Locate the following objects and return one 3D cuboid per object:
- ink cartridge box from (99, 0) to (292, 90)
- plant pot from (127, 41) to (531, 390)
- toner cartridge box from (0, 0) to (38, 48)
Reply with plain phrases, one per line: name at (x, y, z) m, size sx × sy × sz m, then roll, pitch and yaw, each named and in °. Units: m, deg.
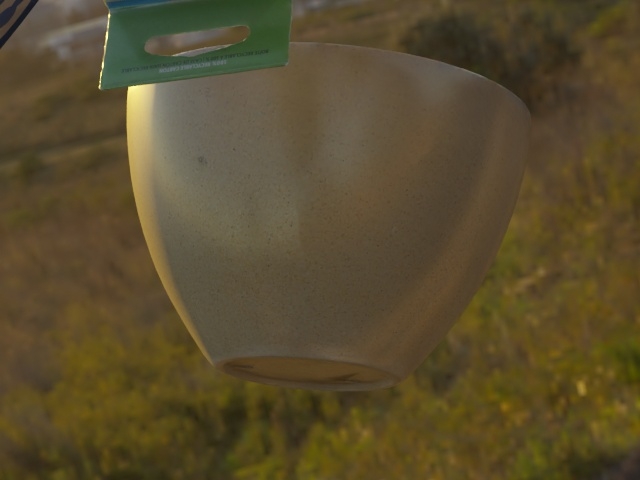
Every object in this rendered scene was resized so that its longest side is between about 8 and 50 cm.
ink cartridge box at (-0.071, -0.187, 1.026) m, size 0.109 × 0.062 × 0.209 m, roll -6°, pitch 57°, yaw 13°
plant pot at (0.000, 0.000, 1.319) m, size 0.284 × 0.191 × 0.284 m, roll 4°, pitch -14°, yaw 1°
toner cartridge box at (-0.177, -0.067, 0.475) m, size 0.348 × 0.165 × 0.075 m, roll -50°, pitch 1°, yaw 3°
